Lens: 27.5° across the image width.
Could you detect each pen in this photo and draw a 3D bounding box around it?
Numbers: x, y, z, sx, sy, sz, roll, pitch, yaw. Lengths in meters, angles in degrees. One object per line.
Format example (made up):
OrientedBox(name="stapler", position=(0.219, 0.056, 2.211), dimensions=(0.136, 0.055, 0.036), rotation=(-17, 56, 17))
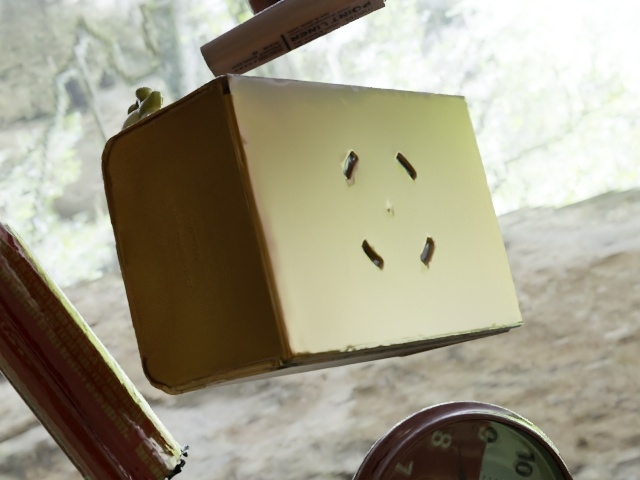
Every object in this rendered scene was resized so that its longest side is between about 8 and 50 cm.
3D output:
OrientedBox(name="pen", position=(0.000, -0.181, 1.025), dimensions=(0.197, 0.032, 0.053), rotation=(-28, 159, 5))

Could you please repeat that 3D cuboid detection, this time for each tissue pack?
OrientedBox(name="tissue pack", position=(0.000, 0.000, 0.952), dimensions=(0.145, 0.194, 0.274), rotation=(-23, 166, 39))

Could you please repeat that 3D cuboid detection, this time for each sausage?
OrientedBox(name="sausage", position=(-0.198, 0.077, 0.937), dimensions=(0.083, 0.264, 0.083), rotation=(-32, -167, 9))

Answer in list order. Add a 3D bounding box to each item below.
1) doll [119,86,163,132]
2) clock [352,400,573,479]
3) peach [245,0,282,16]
OrientedBox(name="doll", position=(-0.179, -0.045, 1.490), dimensions=(0.086, 0.291, 0.117), rotation=(2, 147, -27))
OrientedBox(name="clock", position=(0.169, 0.349, 1.551), dimensions=(0.318, 0.318, 0.080), rotation=(-26, -175, -23))
OrientedBox(name="peach", position=(-0.046, -0.250, 1.300), dimensions=(0.061, 0.098, 0.098), rotation=(-5, -168, 1))
